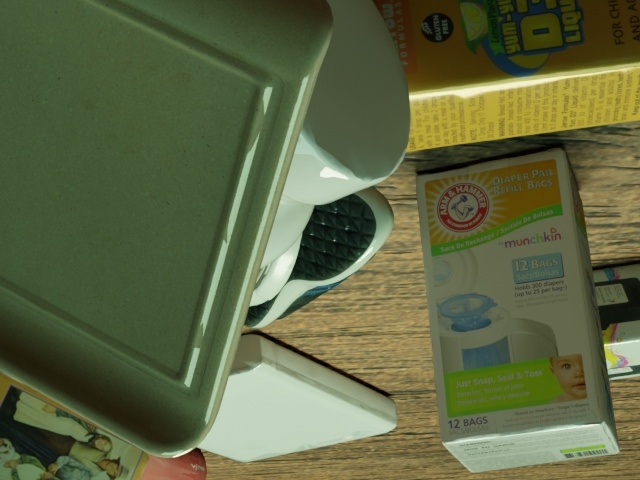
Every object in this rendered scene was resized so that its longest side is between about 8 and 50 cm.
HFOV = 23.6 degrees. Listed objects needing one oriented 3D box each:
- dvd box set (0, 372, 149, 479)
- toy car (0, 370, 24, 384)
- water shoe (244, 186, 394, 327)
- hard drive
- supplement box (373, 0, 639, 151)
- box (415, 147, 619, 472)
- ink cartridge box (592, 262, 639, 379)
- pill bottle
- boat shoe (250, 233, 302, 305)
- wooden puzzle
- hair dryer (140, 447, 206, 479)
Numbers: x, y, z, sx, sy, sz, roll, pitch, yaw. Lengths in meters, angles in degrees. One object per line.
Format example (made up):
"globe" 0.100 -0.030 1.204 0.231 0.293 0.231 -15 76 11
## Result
"dvd box set" -0.333 0.045 0.839 0.420 0.062 0.307 31 163 -25
"toy car" -0.290 0.049 1.098 0.182 0.159 0.136 2 123 -18
"water shoe" 0.000 0.000 1.145 0.080 0.073 0.203 -23 174 -40
"hard drive" -0.076 0.167 1.569 0.203 0.040 0.307 -15 157 23
"supplement box" 0.143 -0.110 0.855 0.233 0.078 0.080 -9 159 5
"box" 0.140 0.051 1.097 0.114 0.203 0.103 -9 158 14
"ink cartridge box" 0.264 0.076 1.375 0.175 0.072 0.127 -9 159 7
"pill bottle" -0.108 -0.046 0.831 0.301 0.169 0.169 -19 155 32
"boat shoe" -0.087 0.016 1.122 0.070 0.078 0.219 5 158 -30
"wooden puzzle" -0.117 -0.044 0.711 0.221 0.239 0.044 27 -152 15
"hair dryer" -0.240 0.262 1.714 0.223 0.080 0.293 0 158 -14
